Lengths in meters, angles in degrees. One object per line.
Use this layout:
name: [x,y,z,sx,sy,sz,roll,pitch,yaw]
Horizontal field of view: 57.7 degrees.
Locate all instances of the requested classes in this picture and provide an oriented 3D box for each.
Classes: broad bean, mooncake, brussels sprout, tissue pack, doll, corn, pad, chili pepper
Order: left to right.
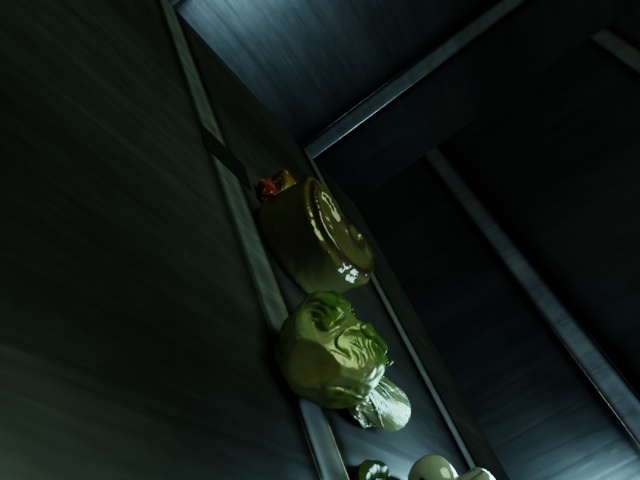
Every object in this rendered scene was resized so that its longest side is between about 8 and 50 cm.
pad: [-0.325,-0.288,2.005,0.245,0.006,0.170,46,13,-39]
chili pepper: [-0.190,-0.177,2.083,0.073,0.070,0.123,28,27,-30]
tissue pack: [-0.117,-0.169,2.296,0.183,0.092,0.226,50,15,-23]
mooncake: [0.000,0.000,1.928,0.394,0.246,0.393,30,33,-57]
brussels sprout: [0.028,0.254,1.354,0.259,0.227,0.294,42,17,10]
broad bean: [0.114,0.539,1.330,0.069,0.039,0.227,51,11,16]
corn: [0.147,0.430,1.558,0.305,0.123,0.122,40,20,-48]
doll: [0.344,0.664,1.546,0.251,0.221,0.221,-8,58,-40]

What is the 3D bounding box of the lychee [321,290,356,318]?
lychee: [0.018,0.216,1.600,0.171,0.171,0.171,52,12,-15]
